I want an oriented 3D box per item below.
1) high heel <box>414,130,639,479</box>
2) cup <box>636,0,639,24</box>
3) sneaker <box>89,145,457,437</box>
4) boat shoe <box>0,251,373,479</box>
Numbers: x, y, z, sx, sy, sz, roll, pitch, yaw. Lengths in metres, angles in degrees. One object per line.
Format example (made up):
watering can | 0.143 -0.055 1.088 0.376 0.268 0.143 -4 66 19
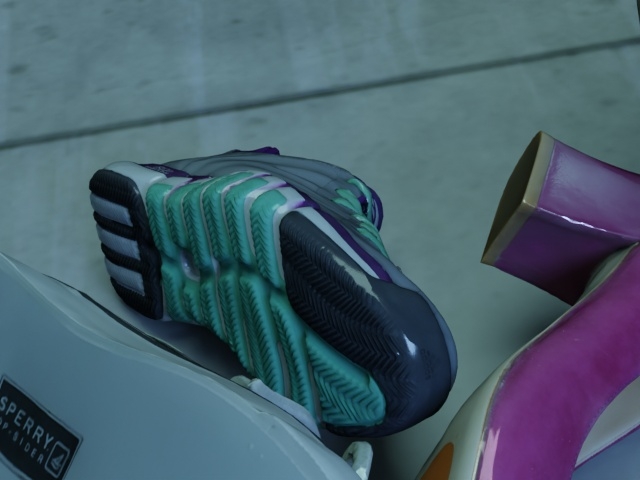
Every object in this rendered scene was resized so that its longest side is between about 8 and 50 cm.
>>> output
high heel | 0.095 0.074 0.572 0.117 0.082 0.244 25 47 -5
cup | 0.233 -0.103 0.576 0.331 0.237 0.331 16 27 -8
sneaker | 0.000 0.000 0.641 0.098 0.083 0.224 -19 25 -26
boat shoe | -0.039 0.093 0.529 0.306 0.105 0.113 24 89 50
